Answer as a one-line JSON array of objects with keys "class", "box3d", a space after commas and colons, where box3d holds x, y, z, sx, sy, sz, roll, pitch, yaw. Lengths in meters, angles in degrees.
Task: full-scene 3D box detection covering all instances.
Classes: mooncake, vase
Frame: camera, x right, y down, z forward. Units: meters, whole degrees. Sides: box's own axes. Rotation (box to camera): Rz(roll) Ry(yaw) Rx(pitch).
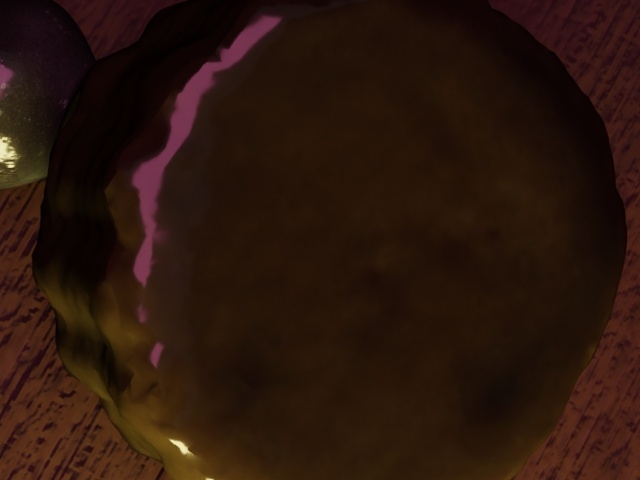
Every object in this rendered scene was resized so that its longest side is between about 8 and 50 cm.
[{"class": "mooncake", "box3d": [0.001, 0.001, 0.997, 0.324, 0.187, 0.324, -3, 96, -26]}, {"class": "vase", "box3d": [-0.224, -0.105, 1.035, 0.183, 0.120, 0.120, 24, 84, 8]}]
